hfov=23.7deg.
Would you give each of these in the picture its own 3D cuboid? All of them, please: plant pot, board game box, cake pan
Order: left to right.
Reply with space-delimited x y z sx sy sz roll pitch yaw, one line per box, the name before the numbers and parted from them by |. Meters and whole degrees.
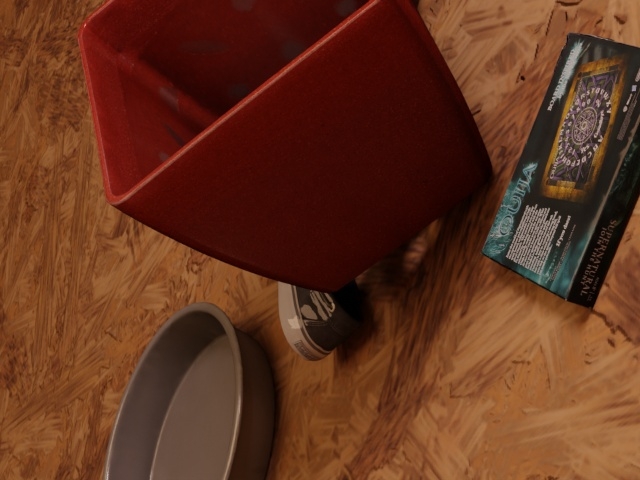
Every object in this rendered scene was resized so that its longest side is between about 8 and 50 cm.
cake pan | -0.132 0.209 1.518 0.293 0.054 0.293 -39 41 46
plant pot | -0.011 -0.118 1.254 0.267 0.235 0.267 -37 39 15
board game box | 0.190 -0.056 1.121 0.126 0.026 0.186 34 104 62

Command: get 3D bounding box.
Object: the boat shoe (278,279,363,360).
boat shoe | 0.000 0.000 1.389 0.076 0.080 0.229 -31 42 28
